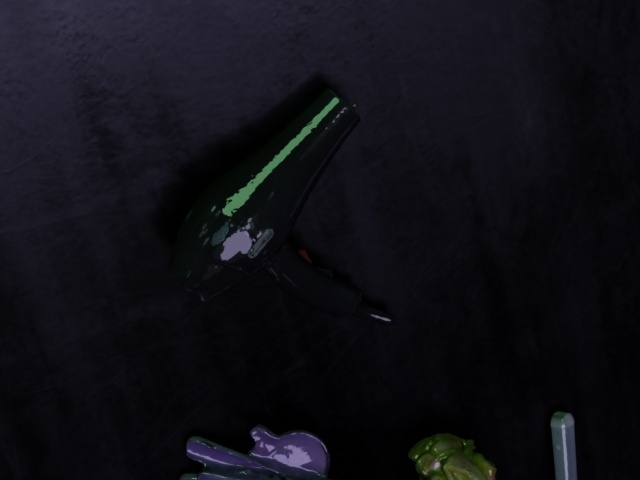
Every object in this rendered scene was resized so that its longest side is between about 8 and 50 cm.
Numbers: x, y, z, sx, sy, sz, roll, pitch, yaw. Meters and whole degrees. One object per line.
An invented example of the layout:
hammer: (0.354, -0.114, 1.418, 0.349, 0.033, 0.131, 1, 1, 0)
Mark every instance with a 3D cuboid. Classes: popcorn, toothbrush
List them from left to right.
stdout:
popcorn: (0.139, 0.249, 1.703, 0.089, 0.109, 0.097, -28, 85, 0)
toothbrush: (0.282, 0.355, 1.786, 0.030, 0.025, 0.342, -18, 105, -44)

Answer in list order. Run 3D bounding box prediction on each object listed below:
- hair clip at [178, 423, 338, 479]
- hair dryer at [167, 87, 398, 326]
hair clip: (-0.007, 0.270, 1.666, 0.278, 0.090, 0.137, 19, 120, 12)
hair dryer: (0.000, 0.000, 1.571, 0.235, 0.091, 0.271, -49, 132, -1)
